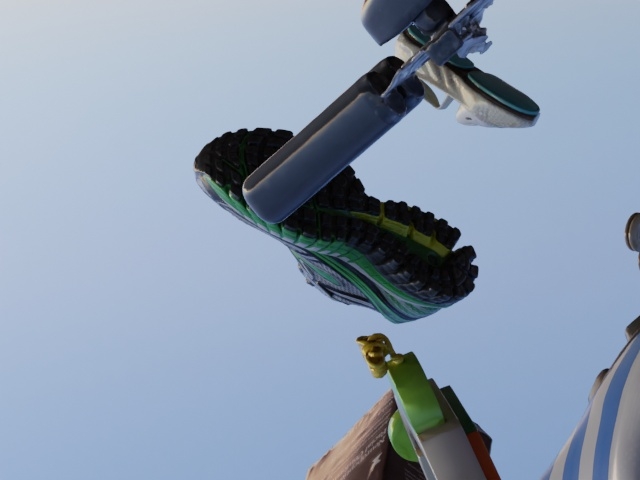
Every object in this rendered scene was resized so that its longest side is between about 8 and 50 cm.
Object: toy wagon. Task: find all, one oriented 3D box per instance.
[{"bbox_3d":[0.123,0.226,1.676,0.068,0.344,0.267,-23,-160,-3],"label":"toy wagon"}]

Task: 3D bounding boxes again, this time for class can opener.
[{"bbox_3d":[0.036,-0.119,1.470,0.280,0.093,0.074,-45,176,34],"label":"can opener"}]

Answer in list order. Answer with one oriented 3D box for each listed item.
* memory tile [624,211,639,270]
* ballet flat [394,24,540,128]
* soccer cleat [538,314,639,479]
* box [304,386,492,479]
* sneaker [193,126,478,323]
[{"bbox_3d":[0.337,0.001,1.841,0.012,0.148,0.113,9,-126,41],"label":"memory tile"},{"bbox_3d":[0.125,-0.129,1.679,0.057,0.052,0.168,-2,-146,-44],"label":"ballet flat"},{"bbox_3d":[0.160,0.189,1.099,0.116,0.331,0.143,22,-167,-20],"label":"soccer cleat"},{"bbox_3d":[0.059,0.331,2.033,0.143,0.191,0.381,37,-153,-12],"label":"box"},{"bbox_3d":[0.000,0.000,2.179,0.146,0.343,0.134,-41,-157,45],"label":"sneaker"}]
